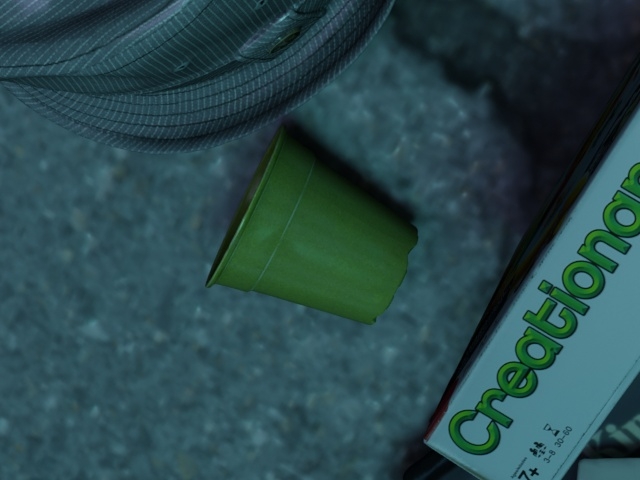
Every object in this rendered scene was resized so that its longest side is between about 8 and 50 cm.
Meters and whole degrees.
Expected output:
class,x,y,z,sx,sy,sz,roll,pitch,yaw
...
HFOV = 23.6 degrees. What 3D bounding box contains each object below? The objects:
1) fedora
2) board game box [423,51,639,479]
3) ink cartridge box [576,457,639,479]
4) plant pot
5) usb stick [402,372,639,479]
class,x,y,z,sx,sy,sz,roll,pitch,yaw
fedora,-0.094,-0.142,0.645,0.275,0.124,0.244,-25,102,26
board game box,0.149,-0.068,0.552,0.053,0.193,0.305,31,118,4
ink cartridge box,0.233,0.160,0.659,0.231,0.078,0.134,-4,135,19
plant pot,0.000,0.000,0.706,0.079,0.083,0.083,25,119,-5
usb stick,0.147,0.067,0.694,0.077,0.045,0.278,44,118,-7
